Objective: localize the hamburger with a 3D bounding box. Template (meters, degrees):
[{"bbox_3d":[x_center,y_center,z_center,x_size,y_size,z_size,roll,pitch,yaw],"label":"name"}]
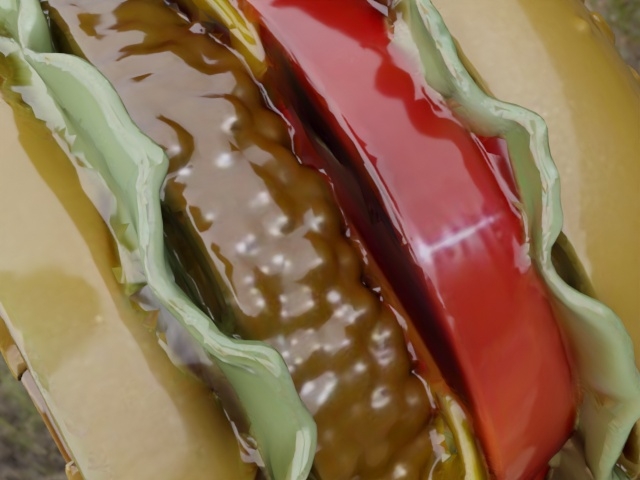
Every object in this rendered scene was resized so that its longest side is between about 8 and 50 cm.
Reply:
[{"bbox_3d":[0.000,0.000,0.494,0.212,0.274,0.274,-28,40,-13],"label":"hamburger"}]
